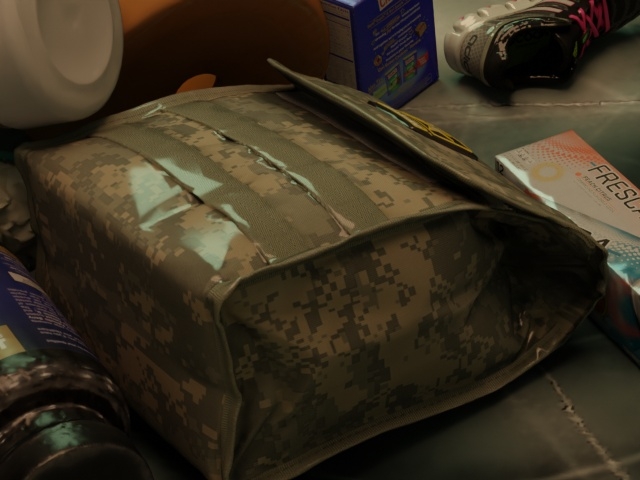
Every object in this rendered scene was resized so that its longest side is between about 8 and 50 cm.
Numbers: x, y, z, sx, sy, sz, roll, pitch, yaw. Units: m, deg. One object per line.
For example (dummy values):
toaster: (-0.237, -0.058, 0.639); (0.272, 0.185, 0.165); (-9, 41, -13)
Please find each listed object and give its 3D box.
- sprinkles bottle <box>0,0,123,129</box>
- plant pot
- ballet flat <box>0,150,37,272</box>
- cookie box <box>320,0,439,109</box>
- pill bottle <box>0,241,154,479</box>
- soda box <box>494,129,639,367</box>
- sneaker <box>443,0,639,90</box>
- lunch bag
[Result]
sprinkles bottle: (-0.301, -0.115, 1.259); (0.355, 0.121, 0.121); (-6, 33, 28)
plant pot: (-0.125, -0.166, 1.373); (0.291, 0.291, 0.203); (-21, 54, -19)
ballet flat: (-0.355, 0.028, 1.277); (0.409, 0.147, 0.147); (-3, 36, 10)
cookie box: (0.042, -0.148, 1.443); (0.040, 0.107, 0.092); (23, 45, 34)
pill bottle: (-0.183, 0.094, 1.136); (0.123, 0.123, 0.219); (-23, 39, -21)
soda box: (0.180, 0.002, 1.260); (0.063, 0.058, 0.183); (-20, 38, -17)
sneaker: (0.180, -0.154, 1.470); (0.170, 0.063, 0.075); (-22, 38, -12)
lunch bag: (0.000, 0.000, 1.205); (0.287, 0.169, 0.235); (-20, 35, -29)
